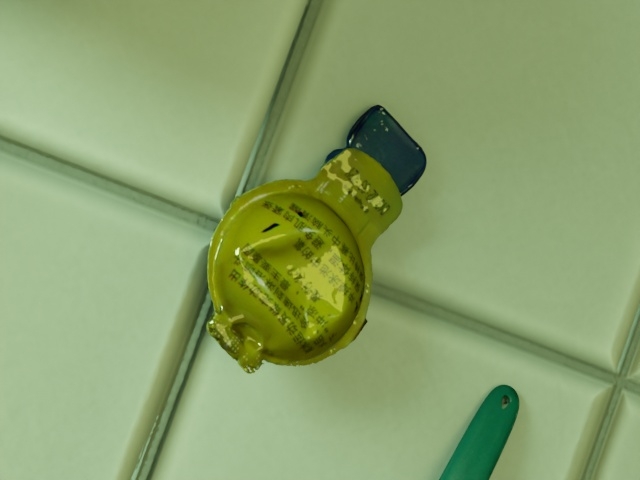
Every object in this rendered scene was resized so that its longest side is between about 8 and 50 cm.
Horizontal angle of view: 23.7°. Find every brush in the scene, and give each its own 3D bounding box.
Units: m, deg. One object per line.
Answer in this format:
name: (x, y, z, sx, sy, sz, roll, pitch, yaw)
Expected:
brush: (0.119, 0.210, 1.326, 0.043, 0.032, 0.193, 36, 69, -16)

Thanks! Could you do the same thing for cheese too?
cheese: (0.000, 0.000, 1.239, 0.156, 0.064, 0.250, 48, 68, -19)
